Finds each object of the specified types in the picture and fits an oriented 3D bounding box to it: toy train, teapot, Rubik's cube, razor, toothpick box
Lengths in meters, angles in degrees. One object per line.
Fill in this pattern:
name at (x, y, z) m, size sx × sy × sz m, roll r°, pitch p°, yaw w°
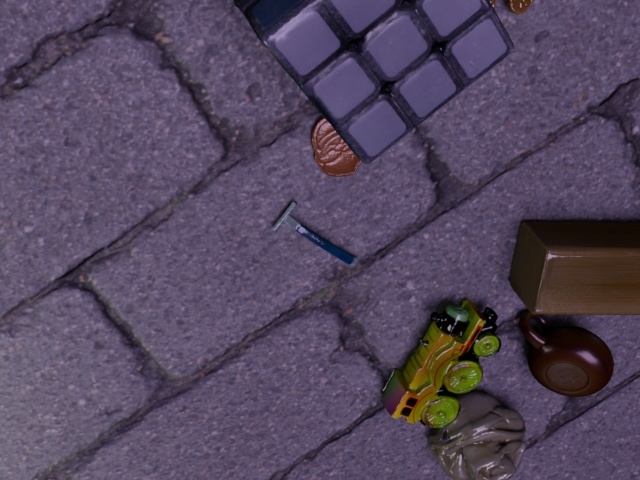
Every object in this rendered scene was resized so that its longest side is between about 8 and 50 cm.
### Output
toy train at (0.252, 0.255, 2.009) m, size 0.161 × 0.100 × 0.296 m, roll 21°, pitch 109°, yaw -22°
teapot at (0.519, 0.232, 2.072) m, size 0.252 × 0.135 × 0.178 m, roll 40°, pitch 131°, yaw -11°
Rubik's cube at (0.062, -0.361, 1.494) m, size 0.305 × 0.301 × 0.304 m, roll -39°, pitch 132°, yaw 7°
razor at (0.001, 0.002, 1.842) m, size 0.191 × 0.037 × 0.068 m, roll 34°, pitch 102°, yaw -28°
toothpick box at (0.558, 0.054, 1.956) m, size 0.308 × 0.190 × 0.187 m, roll 1°, pitch 117°, yaw -11°

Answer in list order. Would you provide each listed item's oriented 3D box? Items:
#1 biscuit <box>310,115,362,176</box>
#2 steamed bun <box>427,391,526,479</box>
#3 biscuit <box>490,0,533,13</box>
biscuit at (0.035, -0.174, 1.772) m, size 0.102 × 0.019 × 0.130 m, roll -21°, pitch 121°, yaw -4°
steamed bun at (0.353, 0.455, 2.115) m, size 0.211 × 0.144 × 0.218 m, roll 23°, pitch 108°, yaw -24°
biscuit at (0.308, -0.504, 1.669) m, size 0.144 × 0.040 × 0.236 m, roll -11°, pitch 112°, yaw -19°
